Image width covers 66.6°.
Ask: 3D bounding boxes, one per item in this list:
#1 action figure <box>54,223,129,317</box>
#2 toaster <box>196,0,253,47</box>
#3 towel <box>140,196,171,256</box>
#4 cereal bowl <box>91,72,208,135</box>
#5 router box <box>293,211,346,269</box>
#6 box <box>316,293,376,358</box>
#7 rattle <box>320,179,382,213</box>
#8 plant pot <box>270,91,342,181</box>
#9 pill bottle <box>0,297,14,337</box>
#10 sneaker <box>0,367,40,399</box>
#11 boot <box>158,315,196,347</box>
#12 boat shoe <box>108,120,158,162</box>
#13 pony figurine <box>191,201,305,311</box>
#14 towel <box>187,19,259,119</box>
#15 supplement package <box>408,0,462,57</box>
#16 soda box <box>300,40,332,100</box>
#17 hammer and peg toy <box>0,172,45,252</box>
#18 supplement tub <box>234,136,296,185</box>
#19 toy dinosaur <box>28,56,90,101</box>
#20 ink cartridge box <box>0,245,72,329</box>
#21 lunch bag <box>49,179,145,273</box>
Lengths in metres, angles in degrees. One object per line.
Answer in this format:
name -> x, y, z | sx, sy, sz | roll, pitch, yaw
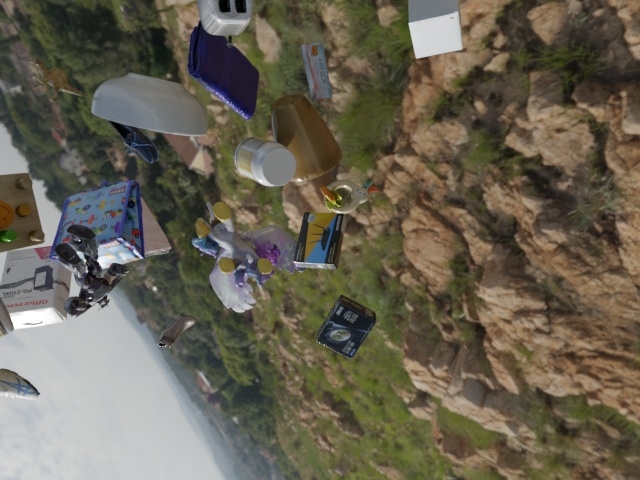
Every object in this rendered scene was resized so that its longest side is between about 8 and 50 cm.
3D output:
action figure -> -0.583, 0.097, 1.234 | 0.099, 0.185, 0.284 | 21, 142, 12
toaster -> -0.242, -0.619, 1.234 | 0.146, 0.129, 0.226 | -149, 55, -66
towel -> -0.848, -0.050, 2.084 | 0.053, 0.332, 0.316 | -47, 70, 33
cereal bowl -> -0.510, -0.425, 1.494 | 0.339, 0.339, 0.141 | 30, 112, 48
router box -> 0.000, 0.000, 1.503 | 0.133, 0.178, 0.046 | 2, 152, 18
box -> 0.092, 0.308, 1.746 | 0.148, 0.180, 0.077 | 29, -164, -6
rattle -> 0.105, -0.176, 1.619 | 0.142, 0.200, 0.130 | 73, -172, -51
plant pot -> -0.071, -0.378, 1.712 | 0.237, 0.237, 0.254 | 29, 148, 49
pill bottle -> -0.890, 0.220, 1.196 | 0.117, 0.215, 0.117 | 39, 142, 39
sneaker -> -0.838, 0.373, 1.262 | 0.085, 0.086, 0.237 | 12, 153, 31
boot -> -0.401, 0.256, 1.352 | 0.119, 0.086, 0.042 | -22, 122, 42
boat shoe -> -0.785, -0.415, 2.028 | 0.258, 0.089, 0.109 | 44, 125, 8
pony figurine -> -0.229, 0.031, 1.427 | 0.351, 0.303, 0.363 | 53, 175, -10
towel -> -0.339, -0.588, 1.710 | 0.076, 0.227, 0.308 | -6, 160, 30
supplement package -> 0.252, -0.512, 1.071 | 0.105, 0.179, 0.105 | -5, 153, 18
soda box -> -0.012, -0.561, 1.618 | 0.063, 0.058, 0.183 | -141, 36, -63
hammer and peg toy -> -1.095, -0.081, 1.558 | 0.128, 0.361, 0.265 | -1, 101, 36
supplement tub -> -0.182, -0.260, 1.608 | 0.200, 0.144, 0.144 | 29, 144, 51
toy dinosaur -> -0.759, -0.446, 1.409 | 0.053, 0.092, 0.183 | 26, 173, 43
ink cartridge box -> -0.892, 0.143, 1.529 | 0.100, 0.172, 0.237 | 92, 168, -55
lunch bag -> -0.668, -0.068, 1.480 | 0.138, 0.221, 0.293 | 69, -172, -58
